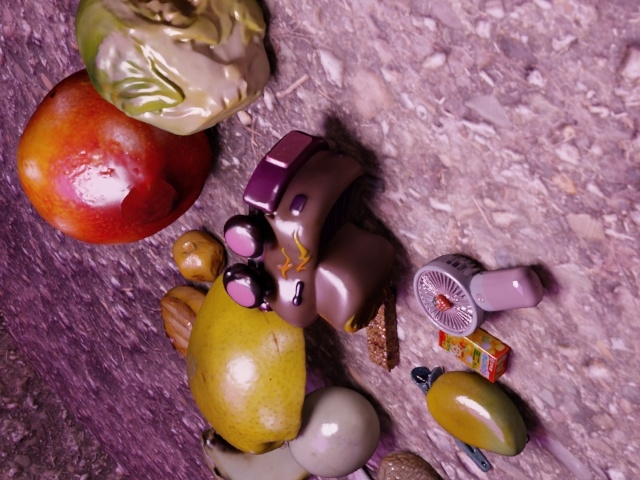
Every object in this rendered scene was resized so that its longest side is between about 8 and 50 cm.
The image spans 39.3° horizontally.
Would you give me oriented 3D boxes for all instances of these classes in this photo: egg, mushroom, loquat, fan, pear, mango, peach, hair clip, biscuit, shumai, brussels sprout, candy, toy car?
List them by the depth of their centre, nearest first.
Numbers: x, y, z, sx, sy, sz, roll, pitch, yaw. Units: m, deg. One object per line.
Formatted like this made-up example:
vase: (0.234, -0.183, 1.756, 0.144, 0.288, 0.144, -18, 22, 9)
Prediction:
fan: (0.240, 0.079, 1.373, 0.244, 0.074, 0.130, -15, 105, 58)
candy: (0.251, 0.175, 1.481, 0.122, 0.038, 0.062, 34, 143, 33)
toy car: (0.000, 0.000, 1.497, 0.240, 0.271, 0.340, 22, 137, 19)
mango: (0.265, 0.293, 1.512, 0.195, 0.092, 0.130, 38, 133, 37)
brussels sprout: (-0.258, -0.336, 1.512, 0.344, 0.268, 0.344, 27, 137, 29)
hair clip: (0.245, 0.328, 1.643, 0.229, 0.039, 0.070, 58, 150, -11)
biscuit: (0.112, 0.157, 1.667, 0.064, 0.034, 0.199, 30, 139, 37)
peach: (-0.396, -0.164, 1.753, 0.388, 0.388, 0.388, 35, 143, 32)
shumai: (0.176, 0.513, 1.818, 0.145, 0.145, 0.116, 35, 150, 32)
pear: (-0.171, 0.240, 1.841, 0.340, 0.191, 0.386, 130, 134, -55)
egg: (0.026, 0.397, 1.861, 0.186, 0.187, 0.253, 54, 147, 6)
loquat: (-0.276, 0.042, 2.044, 0.137, 0.113, 0.137, 33, 162, 12)
biscuit: (-0.288, 0.240, 2.252, 0.296, 0.102, 0.296, 38, 148, 29)
mushroom: (-0.200, 0.533, 2.280, 0.212, 0.217, 0.292, -9, 111, 61)

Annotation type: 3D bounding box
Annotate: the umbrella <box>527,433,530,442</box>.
umbrella: (0.309, 0.315, 1.552, 0.022, 0.022, 0.149, 32, 176, -36)

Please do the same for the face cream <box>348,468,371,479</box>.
face cream: (0.126, 0.603, 2.045, 0.243, 0.058, 0.092, 56, 156, 13)
